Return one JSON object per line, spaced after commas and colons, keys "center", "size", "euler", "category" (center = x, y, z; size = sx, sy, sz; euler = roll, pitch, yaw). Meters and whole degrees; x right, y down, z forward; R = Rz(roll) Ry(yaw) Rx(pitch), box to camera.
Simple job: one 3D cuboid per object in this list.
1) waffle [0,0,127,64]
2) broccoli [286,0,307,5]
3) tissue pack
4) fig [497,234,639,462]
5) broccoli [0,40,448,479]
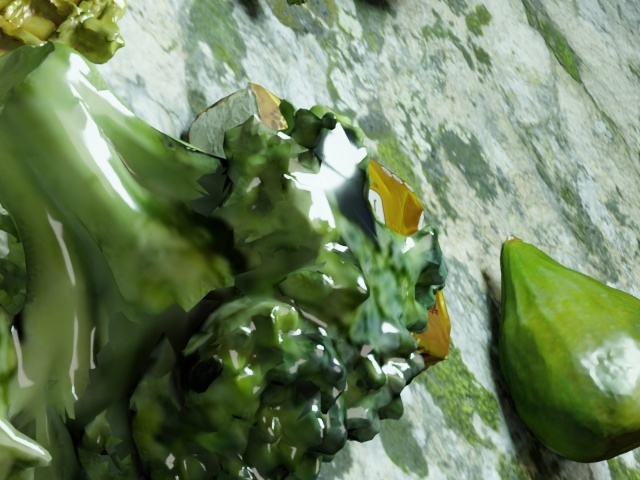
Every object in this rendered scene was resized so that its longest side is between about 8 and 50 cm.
{"center": [-0.249, -0.188, 1.244], "size": [0.243, 0.059, 0.237], "euler": [0, 68, -20], "category": "waffle"}
{"center": [-0.051, -0.267, 1.696], "size": [0.120, 0.130, 0.131], "euler": [-36, 133, -23], "category": "broccoli"}
{"center": [0.000, 0.000, 1.550], "size": [0.226, 0.092, 0.183], "euler": [29, 42, -42], "category": "tissue pack"}
{"center": [0.237, 0.114, 1.802], "size": [0.167, 0.167, 0.233], "euler": [33, 2, -43], "category": "fig"}
{"center": [-0.094, 0.013, 1.118], "size": [0.281, 0.293, 0.348], "euler": [54, 10, -25], "category": "broccoli"}
